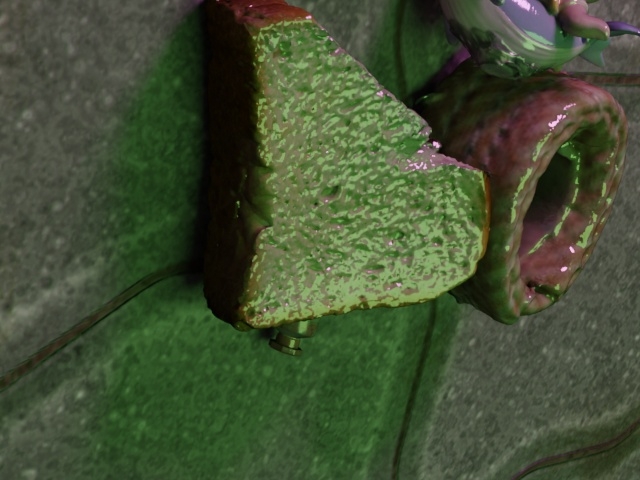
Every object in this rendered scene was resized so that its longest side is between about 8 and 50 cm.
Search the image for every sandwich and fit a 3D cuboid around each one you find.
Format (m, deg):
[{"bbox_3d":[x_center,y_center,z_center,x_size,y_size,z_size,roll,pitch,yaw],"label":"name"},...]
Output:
[{"bbox_3d":[0.023,-0.075,1.390,0.254,0.099,0.289,-11,117,-23],"label":"sandwich"}]

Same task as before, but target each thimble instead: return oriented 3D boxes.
[{"bbox_3d":[0.178,-0.055,1.576,0.196,0.148,0.229,-22,129,-42],"label":"thimble"}]

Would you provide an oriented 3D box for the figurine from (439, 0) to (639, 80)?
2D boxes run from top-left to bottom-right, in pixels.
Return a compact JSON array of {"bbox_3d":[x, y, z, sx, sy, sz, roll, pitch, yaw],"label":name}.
[{"bbox_3d":[0.186,-0.224,1.475,0.208,0.128,0.184,29,74,-11],"label":"figurine"}]

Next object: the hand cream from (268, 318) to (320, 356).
[{"bbox_3d":[0.000,0.000,1.497,0.067,0.043,0.210,15,95,-47],"label":"hand cream"}]
